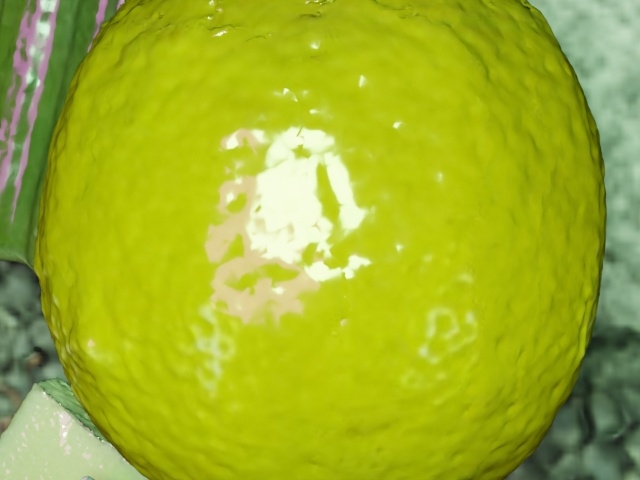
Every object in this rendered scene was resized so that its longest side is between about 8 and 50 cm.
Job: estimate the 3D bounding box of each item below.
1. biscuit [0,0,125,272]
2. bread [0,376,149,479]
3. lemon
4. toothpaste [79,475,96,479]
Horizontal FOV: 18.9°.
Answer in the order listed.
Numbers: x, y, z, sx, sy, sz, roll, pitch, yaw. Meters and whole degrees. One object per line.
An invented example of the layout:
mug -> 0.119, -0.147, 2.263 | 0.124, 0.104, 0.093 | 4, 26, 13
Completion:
biscuit -> -0.079, -0.142, 0.752 | 0.099, 0.038, 0.323 | 18, 101, 22
bread -> -0.075, 0.126, 0.776 | 0.153, 0.028, 0.068 | 38, 106, 15
lemon -> 0.000, 0.000, 0.651 | 0.192, 0.192, 0.231 | 10, 98, 20
toothpaste -> -0.112, 0.194, 0.775 | 0.052, 0.033, 0.218 | 33, 116, 20
